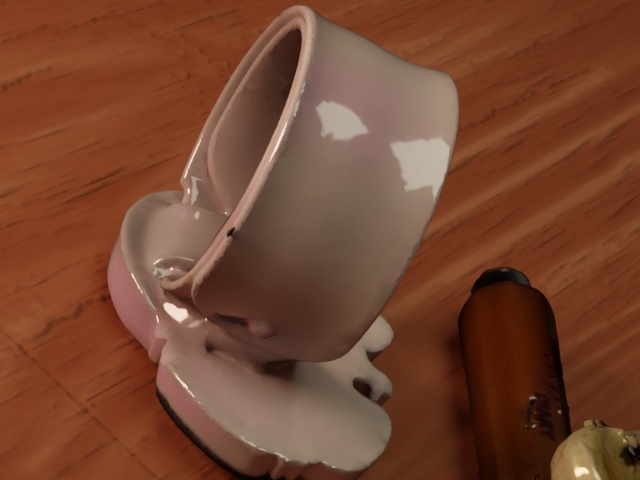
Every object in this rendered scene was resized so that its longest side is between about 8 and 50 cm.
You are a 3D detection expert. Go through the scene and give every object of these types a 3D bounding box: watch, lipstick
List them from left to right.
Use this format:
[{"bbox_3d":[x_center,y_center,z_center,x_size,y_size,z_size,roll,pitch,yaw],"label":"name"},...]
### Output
[{"bbox_3d":[0.000,0.000,1.146,0.196,0.231,0.244,26,31,-18],"label":"watch"},{"bbox_3d":[0.133,0.164,1.197,0.077,0.077,0.418,22,35,-18],"label":"lipstick"}]

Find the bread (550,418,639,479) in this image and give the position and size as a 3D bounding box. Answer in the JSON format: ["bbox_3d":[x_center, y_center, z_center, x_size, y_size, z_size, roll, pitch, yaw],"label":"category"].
[{"bbox_3d":[0.225,0.243,1.121,0.316,0.054,0.316,46,25,-29],"label":"bread"}]
